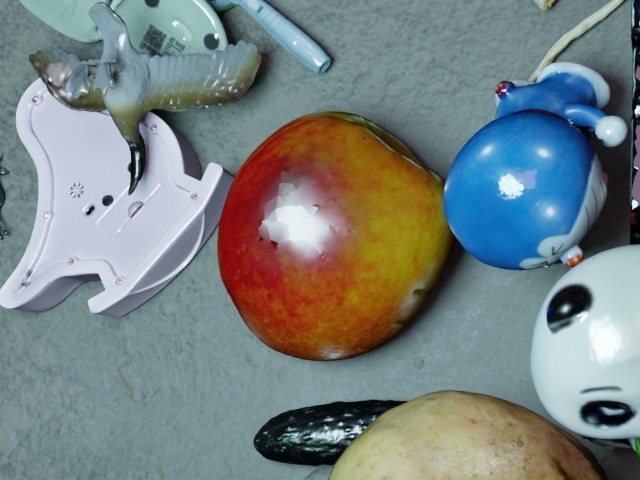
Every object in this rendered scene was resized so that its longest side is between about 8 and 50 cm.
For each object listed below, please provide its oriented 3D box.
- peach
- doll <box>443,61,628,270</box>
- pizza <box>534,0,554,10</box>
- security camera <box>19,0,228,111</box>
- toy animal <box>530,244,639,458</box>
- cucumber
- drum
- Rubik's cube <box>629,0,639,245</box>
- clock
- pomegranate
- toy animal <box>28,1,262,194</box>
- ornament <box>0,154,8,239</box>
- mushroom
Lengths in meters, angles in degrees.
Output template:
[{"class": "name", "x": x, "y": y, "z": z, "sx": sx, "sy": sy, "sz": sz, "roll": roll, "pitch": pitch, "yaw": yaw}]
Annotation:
[{"class": "peach", "x": 0.000, "y": 0.000, "z": 1.362, "sx": 0.248, "sy": 0.245, "sz": 0.275, "roll": 39, "pitch": 104, "yaw": 44}, {"class": "doll", "x": 0.220, "y": -0.075, "z": 1.288, "sx": 0.161, "sy": 0.257, "sz": 0.215, "roll": 44, "pitch": 135, "yaw": -15}, {"class": "pizza", "x": 0.259, "y": -0.339, "z": 1.406, "sx": 0.182, "sy": 0.062, "sz": 0.161, "roll": 5, "pitch": 88, "yaw": 14}, {"class": "security camera", "x": -0.232, "y": -0.279, "z": 1.510, "sx": 0.301, "sy": 0.080, "sz": 0.157, "roll": 36, "pitch": 120, "yaw": 5}, {"class": "toy animal", "x": 0.311, "y": 0.115, "z": 1.219, "sx": 0.212, "sy": 0.267, "sz": 0.213, "roll": -1, "pitch": 84, "yaw": 10}, {"class": "cucumber", "x": 0.072, "y": 0.211, "z": 1.363, "sx": 0.303, "sy": 0.072, "sz": 0.081, "roll": 1, "pitch": 82, "yaw": 15}, {"class": "drum", "x": -0.102, "y": -0.277, "z": 1.496, "sx": 0.130, "sy": 0.049, "sz": 0.253, "roll": -33, "pitch": 75, "yaw": 8}, {"class": "Rubik's cube", "x": 0.442, "y": -0.129, "z": 1.208, "sx": 0.288, "sy": 0.283, "sz": 0.294, "roll": 3, "pitch": 86, "yaw": 14}, {"class": "clock", "x": -0.283, "y": -0.039, "z": 1.493, "sx": 0.275, "sy": 0.080, "sz": 0.290, "roll": 40, "pitch": 92, "yaw": 17}, {"class": "pomegranate", "x": 0.135, "y": 0.303, "z": 1.167, "sx": 0.322, "sy": 0.322, "sz": 0.322, "roll": -2, "pitch": 81, "yaw": 15}, {"class": "toy animal", "x": -0.228, "y": -0.157, "z": 1.391, "sx": 0.272, "sy": 0.160, "sz": 0.197, "roll": 2, "pitch": 76, "yaw": 18}, {"class": "ornament", "x": -0.424, "y": -0.059, "z": 1.560, "sx": 0.073, "sy": 0.028, "sz": 0.125, "roll": -10, "pitch": 81, "yaw": 13}, {"class": "mushroom", "x": 0.312, "y": -0.256, "z": 1.400, "sx": 0.286, "sy": 0.026, "sz": 0.028, "roll": -50, "pitch": 57, "yaw": 5}]
